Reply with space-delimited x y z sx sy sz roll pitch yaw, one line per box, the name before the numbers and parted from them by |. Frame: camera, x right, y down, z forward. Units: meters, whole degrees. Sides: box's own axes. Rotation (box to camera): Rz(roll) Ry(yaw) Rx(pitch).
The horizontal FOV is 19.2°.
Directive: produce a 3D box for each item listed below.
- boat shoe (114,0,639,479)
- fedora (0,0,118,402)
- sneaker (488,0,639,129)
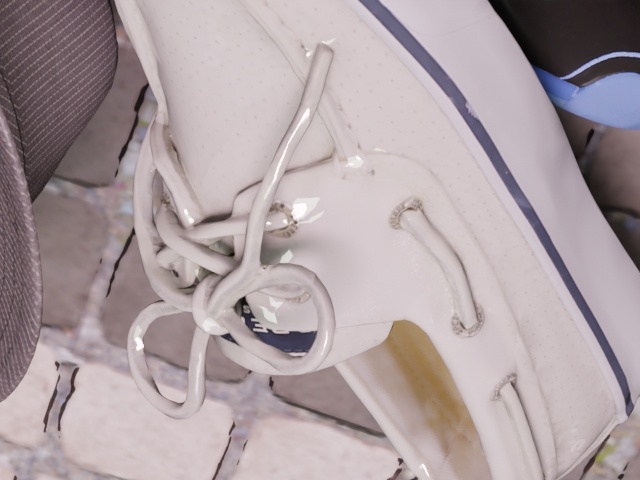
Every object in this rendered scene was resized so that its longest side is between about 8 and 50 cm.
boat shoe | -0.005 -0.002 0.669 0.136 0.156 0.367 26 162 42
fedora | -0.171 -0.071 0.682 0.275 0.124 0.244 12 129 31
sneaker | 0.061 -0.130 0.656 0.232 0.081 0.090 34 130 -17
